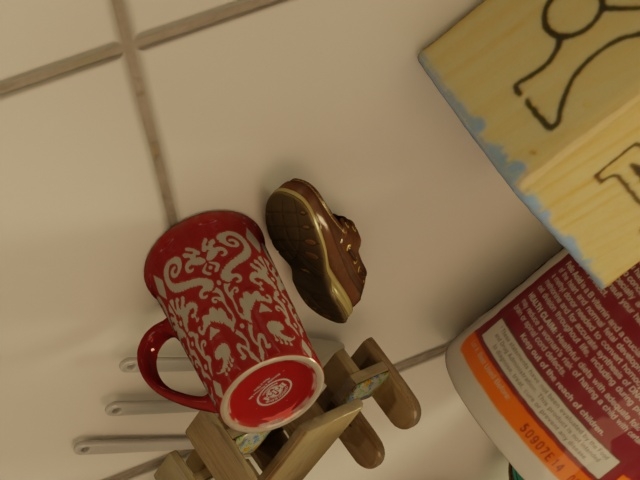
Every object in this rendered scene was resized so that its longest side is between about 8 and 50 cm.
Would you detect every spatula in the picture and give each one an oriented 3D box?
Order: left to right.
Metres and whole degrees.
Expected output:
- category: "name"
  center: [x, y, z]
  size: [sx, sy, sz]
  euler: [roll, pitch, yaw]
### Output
- category: "spatula"
  center: [-0.105, 0.153, 1.456]
  size: [0.242, 0.019, 0.168]
  euler: [4, 134, -33]

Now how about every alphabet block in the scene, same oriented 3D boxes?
- category: "alphabet block"
  center: [0.233, -0.116, 1.260]
  size: [0.197, 0.192, 0.193]
  euler: [-38, 140, 10]

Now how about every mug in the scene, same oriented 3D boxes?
- category: "mug"
  center: [-0.075, 0.084, 1.290]
  size: [0.113, 0.169, 0.150]
  euler: [0, 130, -31]

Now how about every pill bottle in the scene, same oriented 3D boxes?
- category: "pill bottle"
  center: [0.335, 0.069, 1.469]
  size: [0.392, 0.224, 0.224]
  euler: [-41, 137, 12]

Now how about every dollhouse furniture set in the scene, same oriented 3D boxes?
- category: "dollhouse furniture set"
  center: [-0.028, 0.243, 1.413]
  size: [0.212, 0.161, 0.242]
  euler: [-19, 154, -41]

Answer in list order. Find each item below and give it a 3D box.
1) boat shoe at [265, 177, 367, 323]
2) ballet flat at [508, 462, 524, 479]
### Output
- category: "boat shoe"
  center: [0.000, 0.000, 1.342]
  size: [0.060, 0.064, 0.178]
  euler: [-52, 146, -23]
- category: "ballet flat"
  center: [0.272, 0.283, 1.701]
  size: [0.124, 0.116, 0.342]
  euler: [-28, 124, -67]
